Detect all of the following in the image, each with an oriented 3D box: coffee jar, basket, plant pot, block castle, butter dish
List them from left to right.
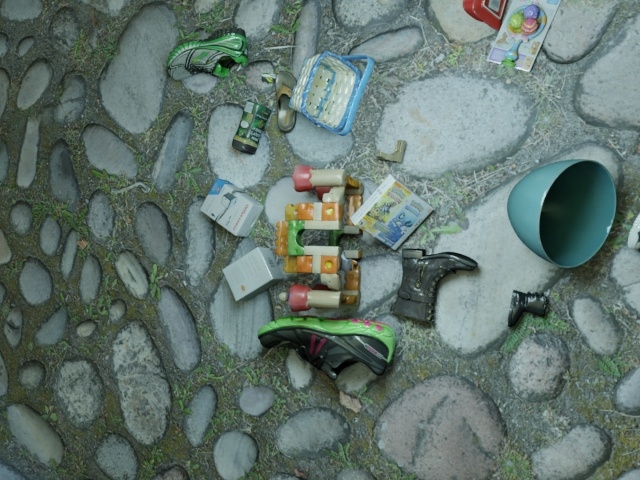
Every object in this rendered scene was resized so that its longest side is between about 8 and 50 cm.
[{"bbox_3d":[-0.252,-0.406,2.107,0.079,0.096,0.184,25,98,26],"label":"coffee jar"},{"bbox_3d":[0.000,0.000,1.861,0.213,0.303,0.453,1,88,19],"label":"block castle"},{"bbox_3d":[0.043,-0.488,1.903,0.289,0.201,0.255,33,103,54],"label":"basket"},{"bbox_3d":[0.488,-0.740,1.777,0.118,0.160,0.160,17,94,47],"label":"butter dish"},{"bbox_3d":[0.636,-0.088,1.615,0.195,0.290,0.290,26,99,60],"label":"plant pot"}]

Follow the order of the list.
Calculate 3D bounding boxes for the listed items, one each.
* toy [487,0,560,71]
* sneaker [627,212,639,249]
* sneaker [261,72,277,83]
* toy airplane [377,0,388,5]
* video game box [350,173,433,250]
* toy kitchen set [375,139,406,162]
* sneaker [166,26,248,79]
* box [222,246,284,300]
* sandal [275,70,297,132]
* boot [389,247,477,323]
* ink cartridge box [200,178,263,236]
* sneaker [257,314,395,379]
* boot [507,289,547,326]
[{"bbox_3d":[0.609,-0.642,1.751,0.137,0.056,0.237,25,97,23],"label":"toy"},{"bbox_3d":[0.940,-0.054,1.545,0.153,0.094,0.235,35,91,31],"label":"sneaker"},{"bbox_3d":[-0.177,-0.588,2.124,0.083,0.031,0.035,18,124,16],"label":"sneaker"},{"bbox_3d":[0.361,-0.901,1.763,0.386,0.272,0.384,-14,49,37],"label":"toy airplane"},{"bbox_3d":[0.225,-0.083,1.818,0.187,0.205,0.048,-50,39,13],"label":"video game box"},{"bbox_3d":[0.221,-0.298,1.905,0.068,0.083,0.075,20,97,66],"label":"toy kitchen set"},{"bbox_3d":[-0.429,-0.673,2.182,0.343,0.134,0.146,-15,82,23],"label":"sneaker"},{"bbox_3d":[-0.240,0.120,2.075,0.170,0.091,0.130,-31,75,20],"label":"box"},{"bbox_3d":[-0.126,-0.495,2.066,0.090,0.060,0.219,3,88,12],"label":"sandal"},{"bbox_3d":[0.351,0.147,1.819,0.263,0.091,0.229,7,95,29],"label":"boot"},{"bbox_3d":[-0.324,-0.119,2.133,0.190,0.082,0.139,34,101,24],"label":"ink cartridge box"},{"bbox_3d":[0.000,0.351,1.904,0.483,0.185,0.202,1,84,26],"label":"sneaker"},{"bbox_3d":[0.608,0.205,1.713,0.099,0.045,0.121,11,91,21],"label":"boot"}]
